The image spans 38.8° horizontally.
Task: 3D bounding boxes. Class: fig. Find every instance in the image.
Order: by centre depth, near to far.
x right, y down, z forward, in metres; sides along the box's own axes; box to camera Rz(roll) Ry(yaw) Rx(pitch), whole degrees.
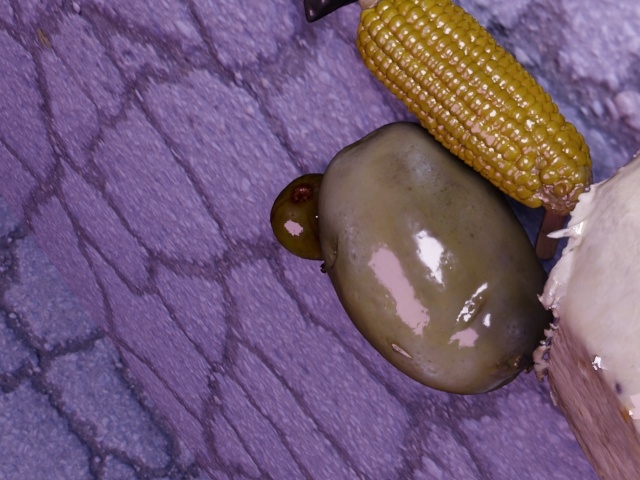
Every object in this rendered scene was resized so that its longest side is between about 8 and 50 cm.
[{"bbox_3d":[0.000,0.000,1.333,0.124,0.124,0.236,39,160,28],"label":"fig"}]

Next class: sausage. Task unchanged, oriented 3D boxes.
[{"bbox_3d":[0.258,-0.025,1.002,0.026,0.026,0.116,38,144,29],"label":"sausage"}]

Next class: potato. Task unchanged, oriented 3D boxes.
[{"bbox_3d":[0.122,0.025,1.046,0.326,0.221,0.243,59,157,6],"label":"potato"}]

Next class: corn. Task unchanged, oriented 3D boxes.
[{"bbox_3d":[0.156,-0.152,0.943,0.322,0.119,0.119,45,148,10],"label":"corn"}]

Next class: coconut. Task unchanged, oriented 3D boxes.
[{"bbox_3d":[0.350,0.054,0.656,0.346,0.360,0.346,61,179,2],"label":"coconut"}]

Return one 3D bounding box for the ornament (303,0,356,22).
[{"bbox_3d":[0.008,-0.398,0.951,0.260,0.106,0.251,61,148,3],"label":"ornament"}]
